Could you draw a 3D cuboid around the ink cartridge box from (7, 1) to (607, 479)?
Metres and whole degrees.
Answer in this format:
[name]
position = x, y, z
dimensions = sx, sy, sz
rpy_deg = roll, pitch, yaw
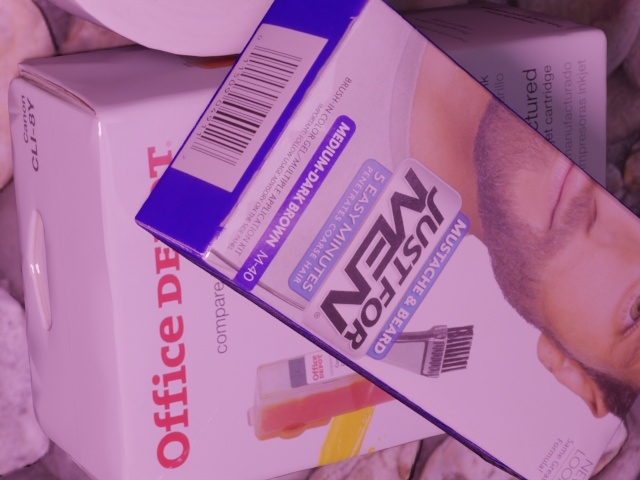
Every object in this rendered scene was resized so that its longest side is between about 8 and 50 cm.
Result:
[ink cartridge box]
position = 0.000, 0.000, 1.239
dimensions = 0.385, 0.160, 0.279
rpy_deg = -11, 110, -26

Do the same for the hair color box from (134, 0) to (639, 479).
[hair color box]
position = 0.073, 0.006, 1.124
dimensions = 0.339, 0.110, 0.185
rpy_deg = 35, 84, -34

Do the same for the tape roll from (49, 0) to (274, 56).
[tape roll]
position = -0.083, -0.266, 1.150
dimensions = 0.286, 0.100, 0.286
rpy_deg = -8, 108, -27
